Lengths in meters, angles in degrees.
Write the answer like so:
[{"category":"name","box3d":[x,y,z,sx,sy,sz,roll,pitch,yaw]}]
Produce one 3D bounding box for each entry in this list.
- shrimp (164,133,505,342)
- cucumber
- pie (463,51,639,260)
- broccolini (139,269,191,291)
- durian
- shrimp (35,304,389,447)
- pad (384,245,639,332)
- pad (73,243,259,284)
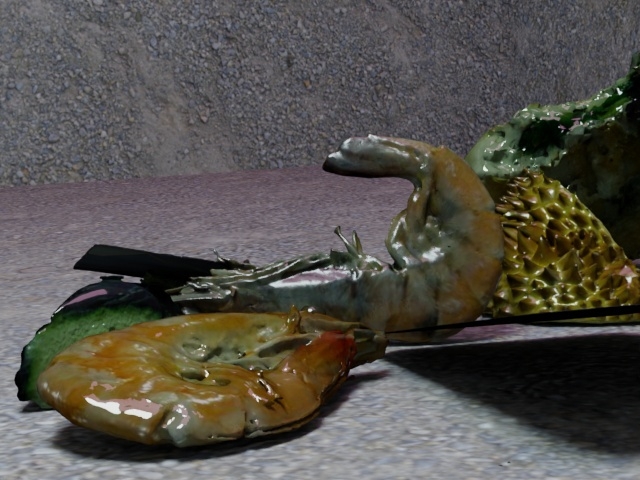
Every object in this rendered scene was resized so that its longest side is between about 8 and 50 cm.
[{"category":"shrimp","box3d":[0.000,0.000,1.160,0.295,0.169,0.058,-2,-6,-1]},{"category":"cucumber","box3d":[-0.142,0.067,1.043,0.115,0.086,0.193,-3,0,4]},{"category":"pie","box3d":[0.317,-0.084,1.458,0.371,0.078,0.296,-32,-39,19]},{"category":"broccolini","box3d":[-0.047,0.055,1.239,0.239,0.054,0.051,1,-7,4]},{"category":"durian","box3d":[0.206,0.027,1.302,0.139,0.144,0.252,35,-10,-13]},{"category":"shrimp","box3d":[-0.047,0.086,0.940,0.154,0.062,0.294,20,21,38]},{"category":"pad","box3d":[0.222,0.020,0.985,0.314,0.063,0.375,-2,-5,-16]},{"category":"pad","box3d":[-0.088,0.031,1.264,0.243,0.004,0.163,9,-10,-15]}]
